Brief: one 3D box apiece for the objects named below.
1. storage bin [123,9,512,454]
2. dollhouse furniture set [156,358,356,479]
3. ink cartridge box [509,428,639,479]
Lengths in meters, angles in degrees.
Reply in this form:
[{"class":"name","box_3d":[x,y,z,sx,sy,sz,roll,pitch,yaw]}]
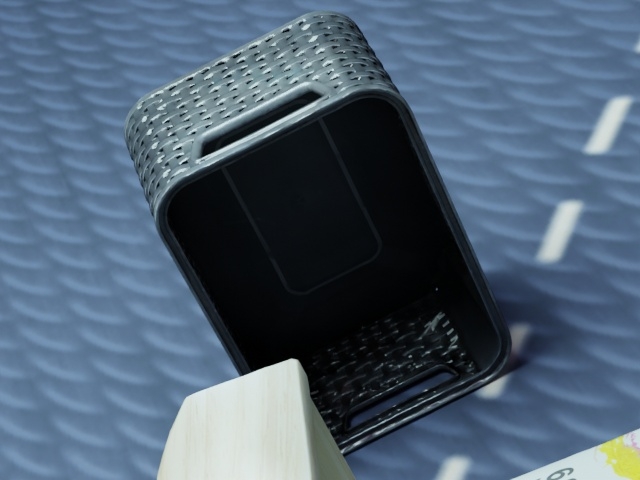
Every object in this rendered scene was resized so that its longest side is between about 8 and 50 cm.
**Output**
[{"class":"storage bin","box_3d":[0.000,0.000,0.846,0.122,0.180,0.084,-27,36,0]},{"class":"dollhouse furniture set","box_3d":[-0.101,0.231,0.604,0.303,0.198,0.286,-21,35,9]},{"class":"ink cartridge box","box_3d":[0.144,0.127,0.631,0.212,0.093,0.154,-24,13,8]}]
